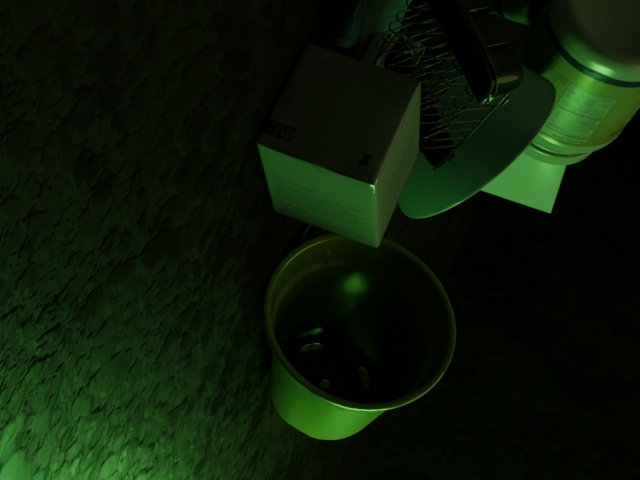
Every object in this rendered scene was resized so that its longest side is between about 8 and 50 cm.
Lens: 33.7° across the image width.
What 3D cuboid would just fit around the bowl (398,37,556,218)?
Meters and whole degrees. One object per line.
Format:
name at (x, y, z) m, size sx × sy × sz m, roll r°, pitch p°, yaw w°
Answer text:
bowl at (0.194, -0.200, 1.656) m, size 0.311 × 0.163 × 0.311 m, roll -40°, pitch -162°, yaw 16°

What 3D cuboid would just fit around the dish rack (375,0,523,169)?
dish rack at (0.144, -0.218, 1.347) m, size 0.074 × 0.208 × 0.271 m, roll -14°, pitch 162°, yaw -26°

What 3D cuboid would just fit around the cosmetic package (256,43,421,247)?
cosmetic package at (0.028, -0.113, 1.294) m, size 0.183 × 0.151 × 0.151 m, roll 83°, pitch 30°, yaw -66°

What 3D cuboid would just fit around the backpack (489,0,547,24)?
backpack at (0.331, -0.535, 1.752) m, size 0.290 × 0.273 × 0.355 m, roll -62°, pitch 146°, yaw -33°

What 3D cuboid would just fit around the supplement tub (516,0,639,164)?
supplement tub at (0.443, -0.288, 1.772) m, size 0.228 × 0.228 × 0.316 m, roll -63°, pitch 178°, yaw -29°

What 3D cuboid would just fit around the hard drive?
hard drive at (0.319, -0.179, 2.022) m, size 0.203 × 0.307 × 0.040 m, roll 95°, pitch 19°, yaw -48°

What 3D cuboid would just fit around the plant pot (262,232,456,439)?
plant pot at (0.032, 0.169, 1.567) m, size 0.276 × 0.276 × 0.254 m, roll -61°, pitch 175°, yaw -33°

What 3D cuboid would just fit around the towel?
towel at (0.149, -0.411, 1.346) m, size 0.370 × 0.040 × 0.271 m, roll -55°, pitch 173°, yaw 22°

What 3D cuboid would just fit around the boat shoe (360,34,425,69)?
boat shoe at (0.077, -0.190, 1.523) m, size 0.095 × 0.084 × 0.258 m, roll 64°, pitch 47°, yaw -72°

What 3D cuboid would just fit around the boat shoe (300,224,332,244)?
boat shoe at (0.000, 0.000, 1.596) m, size 0.125 × 0.038 × 0.046 m, roll -16°, pitch 125°, yaw -74°
